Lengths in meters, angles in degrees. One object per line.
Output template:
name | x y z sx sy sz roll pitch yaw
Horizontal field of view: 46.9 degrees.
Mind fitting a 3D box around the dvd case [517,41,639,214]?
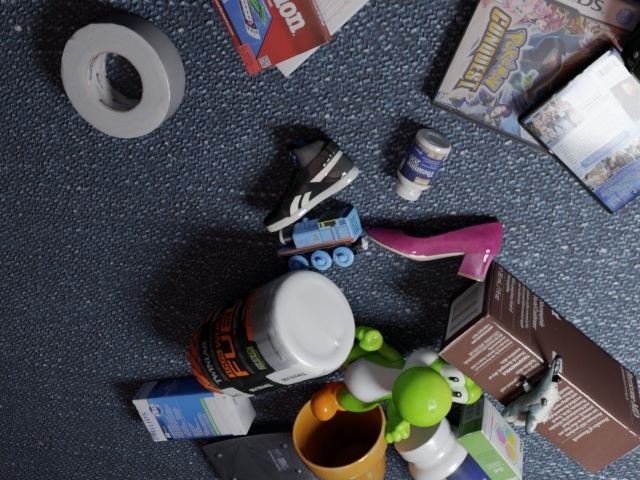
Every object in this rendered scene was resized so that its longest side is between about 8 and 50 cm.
dvd case | 0.469 -0.173 1.197 0.253 0.022 0.180 39 120 -20

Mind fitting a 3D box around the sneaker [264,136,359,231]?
sneaker | -0.045 -0.117 1.388 0.217 0.079 0.121 -34 103 21

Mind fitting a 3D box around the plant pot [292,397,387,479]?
plant pot | 0.061 0.460 1.631 0.205 0.205 0.188 -4 133 19

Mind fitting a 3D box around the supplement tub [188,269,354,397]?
supplement tub | -0.110 0.199 1.485 0.207 0.207 0.338 49 136 -14

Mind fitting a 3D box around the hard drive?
hard drive | -0.145 0.529 1.804 0.255 0.054 0.172 -16 114 24

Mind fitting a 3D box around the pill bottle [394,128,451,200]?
pill bottle | 0.177 -0.132 1.312 0.067 0.067 0.120 26 123 1

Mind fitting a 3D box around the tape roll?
tape roll | -0.366 -0.304 1.371 0.219 0.072 0.219 8 122 12

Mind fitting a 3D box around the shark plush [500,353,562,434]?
shark plush | 0.369 0.266 1.275 0.067 0.073 0.161 38 134 30

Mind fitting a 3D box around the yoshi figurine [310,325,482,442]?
yoshi figurine | 0.126 0.283 1.447 0.362 0.203 0.203 -6 138 36

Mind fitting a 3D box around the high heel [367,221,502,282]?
high heel | 0.213 -0.013 1.385 0.244 0.082 0.117 19 90 22

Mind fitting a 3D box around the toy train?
toy train | 0.000 0.000 1.440 0.184 0.080 0.105 -11 107 25

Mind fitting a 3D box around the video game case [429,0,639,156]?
video game case | 0.344 -0.292 1.187 0.248 0.035 0.274 24 123 2

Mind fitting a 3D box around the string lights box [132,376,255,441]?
string lights box | -0.302 0.399 1.762 0.260 0.076 0.133 -10 116 21

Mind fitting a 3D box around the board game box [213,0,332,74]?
board game box | -0.105 -0.402 1.099 0.145 0.027 0.281 -17 113 24

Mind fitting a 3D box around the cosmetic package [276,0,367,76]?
cosmetic package | -0.038 -0.426 1.161 0.224 0.138 0.224 -36 103 31

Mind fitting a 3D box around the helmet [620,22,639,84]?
helmet | 0.538 -0.279 1.060 0.169 0.169 0.161 41 124 -9

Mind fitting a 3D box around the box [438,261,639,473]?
box | 0.415 0.236 1.384 0.381 0.191 0.143 39 123 -8

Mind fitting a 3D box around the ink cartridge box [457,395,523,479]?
ink cartridge box | 0.378 0.444 1.566 0.062 0.109 0.209 -31 107 30

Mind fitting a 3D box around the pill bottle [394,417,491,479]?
pill bottle | 0.286 0.498 1.599 0.153 0.153 0.264 -32 106 29
